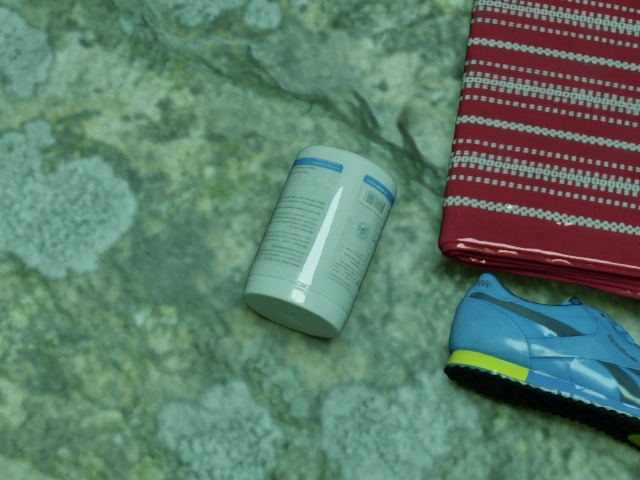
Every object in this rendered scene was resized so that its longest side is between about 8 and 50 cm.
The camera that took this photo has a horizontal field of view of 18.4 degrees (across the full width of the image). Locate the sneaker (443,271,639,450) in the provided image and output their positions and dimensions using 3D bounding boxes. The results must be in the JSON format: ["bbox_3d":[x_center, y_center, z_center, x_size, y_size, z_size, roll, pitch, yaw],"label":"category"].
[{"bbox_3d":[0.184,0.079,1.241,0.209,0.069,0.082,20,70,3],"label":"sneaker"}]

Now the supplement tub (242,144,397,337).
[{"bbox_3d":[0.000,0.000,1.251,0.071,0.071,0.107,22,74,3],"label":"supplement tub"}]

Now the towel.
[{"bbox_3d":[0.190,-0.092,1.294,0.199,0.031,0.275,10,65,1],"label":"towel"}]
